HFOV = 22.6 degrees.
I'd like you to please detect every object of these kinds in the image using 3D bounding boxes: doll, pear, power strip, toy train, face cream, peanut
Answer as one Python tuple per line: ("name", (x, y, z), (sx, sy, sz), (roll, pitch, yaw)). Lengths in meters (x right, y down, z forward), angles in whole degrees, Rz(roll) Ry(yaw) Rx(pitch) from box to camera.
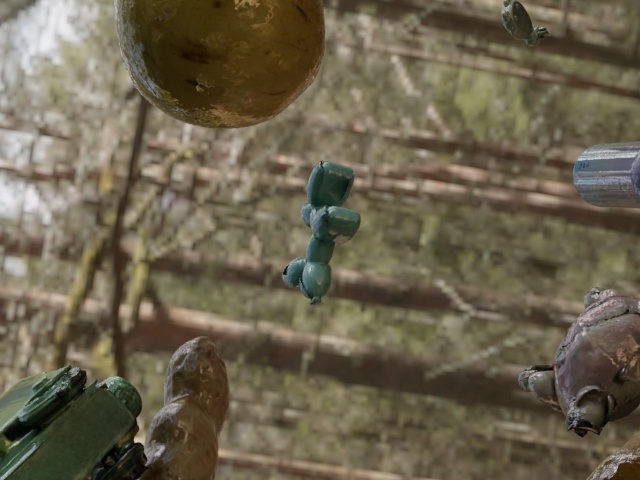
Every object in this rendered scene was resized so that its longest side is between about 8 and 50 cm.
("doll", (0.244, 0.108, 1.392), (0.149, 0.095, 0.192), (-48, -2, -6))
("pear", (-0.157, -0.340, 2.484), (0.348, 0.348, 0.348), (-171, 90, -83))
("doll", (0.000, 0.000, 2.002), (0.159, 0.059, 0.158), (-95, 24, -43))
("power strip", (0.271, -0.290, 2.124), (0.035, 0.083, 0.055), (-15, 52, 37))
("toy train", (-0.340, 0.272, 1.635), (0.237, 0.150, 0.369), (-21, 18, 48))
("face cream", (0.345, -0.071, 1.721), (0.229, 0.075, 0.075), (-171, 90, -79))
("peanut", (-0.153, 0.212, 1.832), (0.104, 0.085, 0.228), (76, -159, -48))

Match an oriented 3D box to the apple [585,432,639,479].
("apple", (0.319, 0.290, 1.515), (0.211, 0.188, 0.211), (-38, -19, -16))
